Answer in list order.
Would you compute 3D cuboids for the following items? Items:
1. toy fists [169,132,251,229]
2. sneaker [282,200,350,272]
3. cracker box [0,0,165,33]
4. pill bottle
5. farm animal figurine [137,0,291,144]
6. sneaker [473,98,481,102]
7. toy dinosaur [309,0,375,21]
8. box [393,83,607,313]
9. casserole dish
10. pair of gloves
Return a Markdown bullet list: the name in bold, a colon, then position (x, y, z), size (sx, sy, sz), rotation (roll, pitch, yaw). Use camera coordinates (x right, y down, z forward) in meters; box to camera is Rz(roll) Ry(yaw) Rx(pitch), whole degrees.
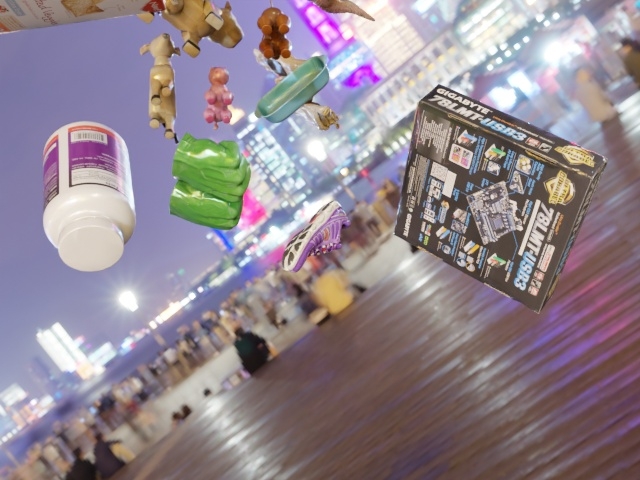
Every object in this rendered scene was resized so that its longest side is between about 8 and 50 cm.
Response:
- **toy fists**: position (-0.210, -0.109, 1.651), size (0.279, 0.142, 0.096), rotation (114, 179, -60)
- **sneaker**: position (0.000, 0.000, 1.429), size (0.170, 0.071, 0.068), rotation (-48, 10, -37)
- **cracker box**: position (-0.322, -0.332, 1.056), size (0.232, 0.067, 0.156), rotation (-10, -9, -2)
- **pill bottle**: position (-0.482, -0.091, 1.755), size (0.181, 0.181, 0.323), rotation (-37, 43, 18)
- **farm animal figurine**: position (-0.230, -0.380, 1.536), size (0.330, 0.326, 0.172), rotation (-29, 36, 10)
- **sneaker**: position (0.289, -0.233, 1.657), size (0.234, 0.078, 0.106), rotation (-93, 19, -63)
- **toy dinosaur**: position (-0.007, -0.477, 1.426), size (0.127, 0.295, 0.200), rotation (-11, 31, 22)
- **box**: position (0.273, -0.064, 1.363), size (0.073, 0.293, 0.295), rotation (-44, -28, -39)
- **casserole dish**: position (-0.052, -0.301, 1.710), size (0.188, 0.037, 0.114), rotation (-38, 30, 5)
- **pair of gloves**: position (-0.056, -0.366, 2.074), size (0.042, 0.204, 0.240), rotation (-48, -37, -17)
